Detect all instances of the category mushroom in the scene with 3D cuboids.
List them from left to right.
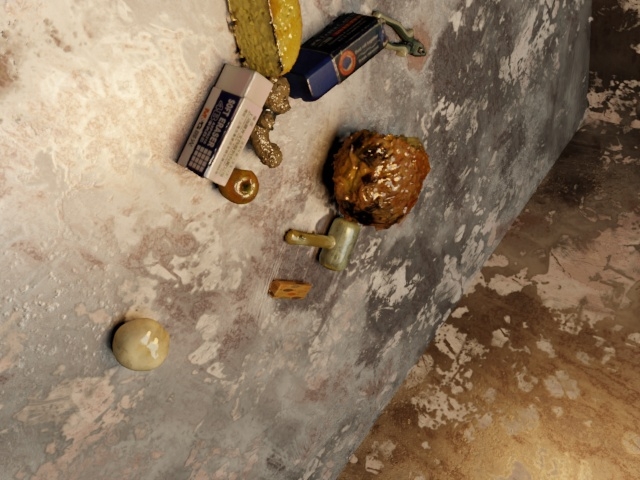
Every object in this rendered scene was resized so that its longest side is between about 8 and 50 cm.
[{"bbox_3d":[-0.481,0.277,1.380,0.154,0.122,0.154,-3,113,-7],"label":"mushroom"}]

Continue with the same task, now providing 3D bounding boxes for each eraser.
[{"bbox_3d":[-0.240,-0.290,1.277,0.086,0.130,0.287,22,95,-55],"label":"eraser"},{"bbox_3d":[0.035,-0.521,1.433,0.332,0.155,0.102,-43,138,-21],"label":"eraser"}]

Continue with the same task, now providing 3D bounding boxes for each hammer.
[{"bbox_3d":[0.000,0.000,1.789,0.305,0.113,0.202,11,102,-43],"label":"hammer"}]

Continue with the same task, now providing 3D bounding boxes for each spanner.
[{"bbox_3d":[0.265,-0.669,1.698,0.324,0.040,0.096,1,113,-49],"label":"spanner"}]

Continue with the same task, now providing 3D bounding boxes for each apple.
[{"bbox_3d":[-0.229,-0.150,1.410,0.114,0.102,0.099,-2,102,-41],"label":"apple"}]

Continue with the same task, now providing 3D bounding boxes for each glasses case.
[{"bbox_3d":[-0.109,0.172,1.808,0.169,0.041,0.065,9,117,-52],"label":"glasses case"}]

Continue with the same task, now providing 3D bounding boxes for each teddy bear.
[{"bbox_3d":[-0.150,-0.319,1.374,0.129,0.182,0.252,7,114,-13],"label":"teddy bear"}]

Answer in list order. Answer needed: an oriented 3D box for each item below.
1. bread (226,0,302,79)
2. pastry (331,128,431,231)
[{"bbox_3d":[-0.125,-0.537,1.231,0.147,0.160,0.261,-41,134,-34],"label":"bread"},{"bbox_3d":[0.190,-0.199,1.712,0.405,0.292,0.338,-19,127,-62],"label":"pastry"}]
